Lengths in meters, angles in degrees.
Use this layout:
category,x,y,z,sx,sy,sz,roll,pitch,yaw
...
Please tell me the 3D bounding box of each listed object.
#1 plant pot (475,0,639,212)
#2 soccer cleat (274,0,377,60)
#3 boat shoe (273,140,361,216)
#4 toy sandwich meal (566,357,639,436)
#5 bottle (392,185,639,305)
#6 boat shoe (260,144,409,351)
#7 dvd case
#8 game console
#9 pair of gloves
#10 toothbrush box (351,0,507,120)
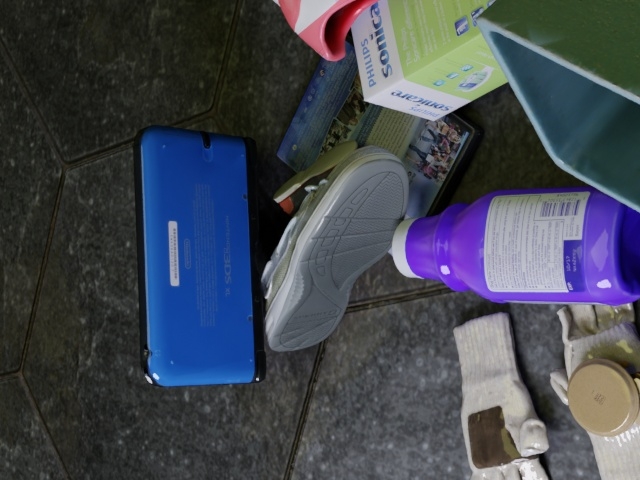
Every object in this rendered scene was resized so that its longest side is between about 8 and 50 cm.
category,x,y,z,sx,sy,sz,roll,pitch,yaw
plant pot,0.333,-0.169,1.141,0.247,0.248,0.252,35,81,38
soccer cleat,0.078,-0.313,1.326,0.318,0.108,0.116,-41,74,32
boat shoe,0.004,-0.070,1.558,0.137,0.049,0.043,-34,109,34
toy sandwich meal,0.279,0.150,1.289,0.085,0.029,0.085,5,99,39
bottle,0.201,0.007,1.366,0.283,0.092,0.118,-2,81,43
boat shoe,0.002,0.001,1.516,0.103,0.118,0.320,65,148,32
dvd case,0.063,-0.112,1.548,0.253,0.022,0.180,42,116,36
game console,-0.160,0.028,1.591,0.173,0.250,0.293,-9,81,43
pair of gloves,0.237,0.166,1.364,0.240,0.042,0.204,-12,80,42
toothbrush box,0.165,-0.279,1.376,0.283,0.122,0.206,-26,65,38
